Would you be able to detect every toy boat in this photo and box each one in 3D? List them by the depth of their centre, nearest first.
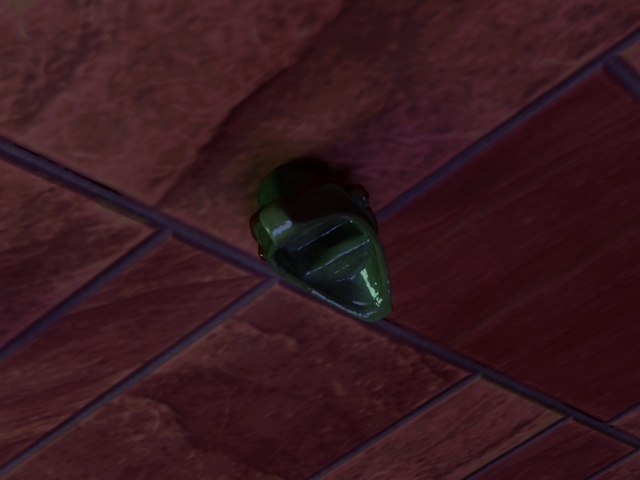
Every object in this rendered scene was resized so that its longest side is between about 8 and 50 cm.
[{"bbox_3d":[-0.001,-0.001,1.004,0.089,0.071,0.185,-30,148,12],"label":"toy boat"}]
